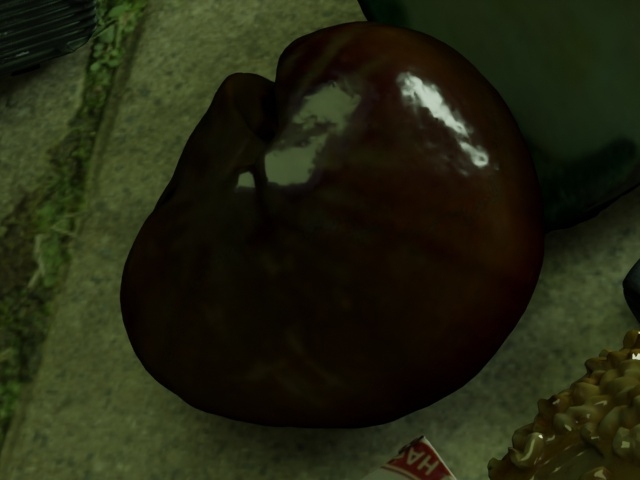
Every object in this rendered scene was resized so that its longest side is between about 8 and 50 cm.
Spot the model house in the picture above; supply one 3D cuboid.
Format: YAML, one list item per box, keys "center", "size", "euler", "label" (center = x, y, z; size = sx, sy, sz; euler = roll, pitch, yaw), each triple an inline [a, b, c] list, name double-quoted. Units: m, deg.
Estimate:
- center: [0.201, -0.189, 0.961]
  size: [0.284, 0.243, 0.298]
  euler: [-20, 74, -31]
  label: "model house"

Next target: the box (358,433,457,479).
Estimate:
- center: [0.060, 0.282, 0.733]
  size: [0.214, 0.069, 0.353]
  euler: [-33, 50, -8]
  label: "box"

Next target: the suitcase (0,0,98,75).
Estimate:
- center: [-0.307, -0.197, 1.068]
  size: [0.312, 0.202, 0.128]
  euler: [-24, 41, -32]
  label: "suitcase"

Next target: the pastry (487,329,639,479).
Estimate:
- center: [0.221, 0.148, 0.682]
  size: [0.311, 0.162, 0.255]
  euler: [21, 43, 15]
  label: "pastry"

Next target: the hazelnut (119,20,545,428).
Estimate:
- center: [0.000, 0.000, 0.866]
  size: [0.251, 0.217, 0.217]
  euler: [-35, 49, 16]
  label: "hazelnut"

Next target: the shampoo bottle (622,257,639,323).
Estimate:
- center: [0.288, -0.011, 0.889]
  size: [0.234, 0.049, 0.087]
  euler: [-32, 55, -8]
  label: "shampoo bottle"
